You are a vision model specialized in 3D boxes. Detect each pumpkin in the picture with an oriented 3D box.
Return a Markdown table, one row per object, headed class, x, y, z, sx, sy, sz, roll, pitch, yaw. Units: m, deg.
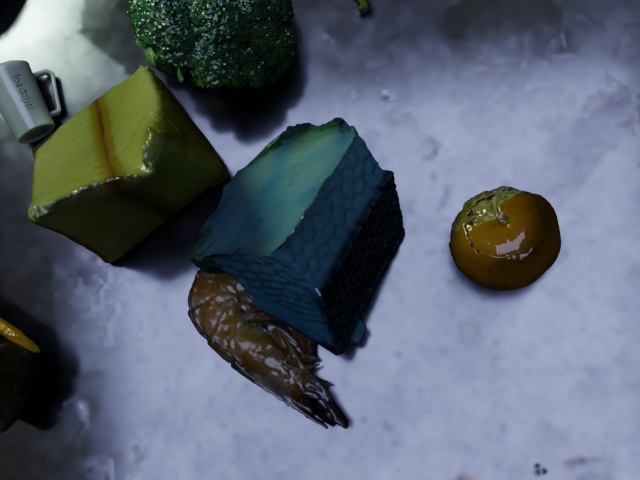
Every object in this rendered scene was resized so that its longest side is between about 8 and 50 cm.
| class | x | y | z | sx | sy | sz | roll | pitch | yaw |
| --- | --- | --- | --- | --- | --- | --- | --- | --- | --- |
| pumpkin | -0.543 | 0.135 | 1.507 | 0.317 | 0.222 | 0.139 | 36 | 85 | 10 |

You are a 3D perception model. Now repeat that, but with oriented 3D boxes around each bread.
| class | x | y | z | sx | sy | sz | roll | pitch | yaw |
| --- | --- | --- | --- | --- | --- | --- | --- | --- | --- |
| bread | -0.298 | -0.130 | 1.455 | 0.233 | 0.362 | 0.245 | -36 | 82 | 0 |

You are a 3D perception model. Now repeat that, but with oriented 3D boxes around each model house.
| class | x | y | z | sx | sy | sz | roll | pitch | yaw |
| --- | --- | --- | --- | --- | --- | --- | --- | --- | --- |
| model house | 0.000 | 0.000 | 1.506 | 0.241 | 0.226 | 0.261 | 47 | 58 | -26 |

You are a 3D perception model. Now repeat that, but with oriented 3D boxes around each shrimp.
| class | x | y | z | sx | sy | sz | roll | pitch | yaw |
| --- | --- | --- | --- | --- | --- | --- | --- | --- | --- |
| shrimp | -0.056 | 0.139 | 1.537 | 0.317 | 0.062 | 0.164 | 43 | 85 | 13 |

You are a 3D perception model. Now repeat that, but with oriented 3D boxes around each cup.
| class | x | y | z | sx | sy | sz | roll | pitch | yaw |
| --- | --- | --- | --- | --- | --- | --- | --- | --- | --- |
| cup | -0.446 | -0.218 | 1.638 | 0.104 | 0.074 | 0.116 | -26 | 82 | -28 |

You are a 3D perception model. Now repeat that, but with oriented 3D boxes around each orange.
| class | x | y | z | sx | sy | sz | roll | pitch | yaw |
| --- | --- | --- | --- | --- | --- | --- | --- | --- | --- |
| orange | 0.257 | -0.001 | 1.496 | 0.156 | 0.134 | 0.157 | -4 | 57 | 6 |

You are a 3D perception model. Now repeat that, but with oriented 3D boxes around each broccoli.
| class | x | y | z | sx | sy | sz | roll | pitch | yaw |
| --- | --- | --- | --- | --- | --- | --- | --- | --- | --- |
| broccoli | -0.161 | -0.320 | 1.549 | 0.241 | 0.269 | 0.262 | -31 | 76 | 36 |

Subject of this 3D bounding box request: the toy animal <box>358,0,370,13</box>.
| class | x | y | z | sx | sy | sz | roll | pitch | yaw |
| --- | --- | --- | --- | --- | --- | --- | --- | --- | --- |
| toy animal | 0.064 | -0.448 | 1.616 | 0.136 | 0.073 | 0.181 | 44 | 91 | 18 |
